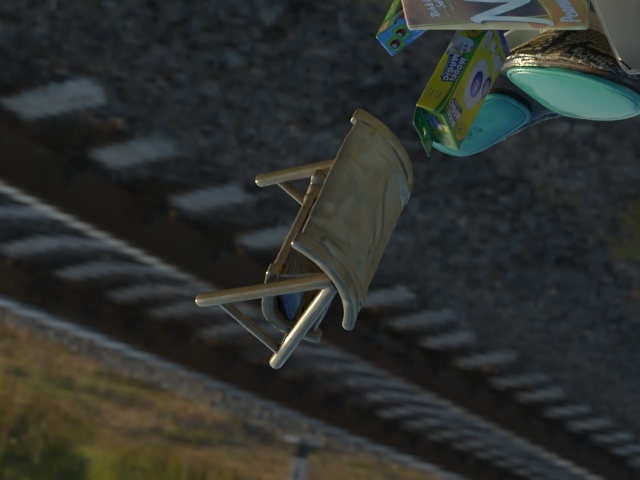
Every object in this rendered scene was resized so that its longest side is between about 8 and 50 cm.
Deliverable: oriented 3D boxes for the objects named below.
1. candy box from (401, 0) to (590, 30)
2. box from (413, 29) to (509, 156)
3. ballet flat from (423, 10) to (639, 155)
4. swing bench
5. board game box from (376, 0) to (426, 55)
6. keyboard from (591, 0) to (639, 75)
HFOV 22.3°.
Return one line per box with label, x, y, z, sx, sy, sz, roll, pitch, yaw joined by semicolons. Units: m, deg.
candy box;0.155;-0.300;1.492;0.183;0.088;0.316;2;161;10
box;0.176;-0.195;2.053;0.043;0.179;0.105;24;166;25
ballet flat;0.316;-0.249;2.362;0.164;0.182;0.483;30;159;-24
swing bench;0.000;0.000;2.189;0.165;0.253;0.254;40;140;-18
board game box;0.172;-0.329;2.016;0.211;0.160;0.039;-33;107;29
keyboard;0.231;-0.272;1.176;0.033;0.317;0.201;-32;-164;-25
